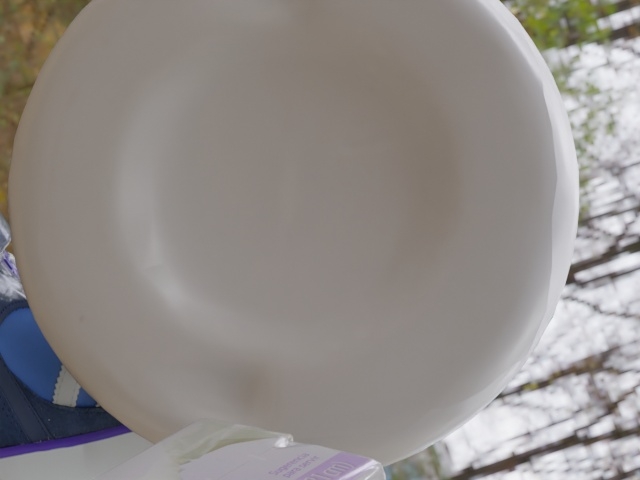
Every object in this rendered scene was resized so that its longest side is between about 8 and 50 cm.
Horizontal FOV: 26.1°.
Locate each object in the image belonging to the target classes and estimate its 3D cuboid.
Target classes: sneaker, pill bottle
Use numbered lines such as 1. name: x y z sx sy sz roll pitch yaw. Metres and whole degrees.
1. sneaker: -0.172 0.035 0.719 0.236 0.130 0.323 68 17 10
2. pill bottle: 0.000 0.000 0.648 0.361 0.204 0.204 54 16 -84

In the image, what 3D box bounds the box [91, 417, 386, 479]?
1. box: -0.106 0.124 0.232 0.063 0.324 0.067 5 -68 42
